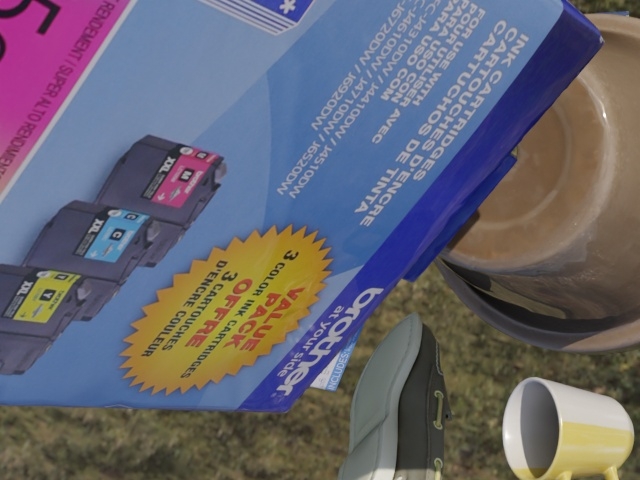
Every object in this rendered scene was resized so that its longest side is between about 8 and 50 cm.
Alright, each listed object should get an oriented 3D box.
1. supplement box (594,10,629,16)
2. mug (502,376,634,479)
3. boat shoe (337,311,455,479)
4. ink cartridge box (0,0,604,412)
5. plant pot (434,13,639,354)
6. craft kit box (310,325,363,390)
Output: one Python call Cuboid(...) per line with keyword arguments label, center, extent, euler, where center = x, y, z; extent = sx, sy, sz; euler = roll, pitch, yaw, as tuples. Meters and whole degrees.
Cuboid(label="supplement box", center=(0.500, -0.351, 1.923), extent=(0.056, 0.083, 0.083), euler=(-1, 99, 10))
Cuboid(label="mug", center=(0.152, 0.124, 0.673), extent=(0.064, 0.078, 0.062), euler=(8, 170, -23))
Cuboid(label="boat shoe", center=(0.091, 0.197, 1.211), extent=(0.091, 0.305, 0.109), euler=(34, 124, -11))
Cuboid(label="ink cartridge box", center=(-0.054, -0.063, 0.498), extent=(0.270, 0.395, 0.151), euler=(-51, 59, 18))
Cuboid(label="plant pot", center=(0.163, -0.045, 0.778), extent=(0.263, 0.263, 0.229), euler=(-3, 176, 28))
Cuboid(label="craft kit box", center=(-0.058, 0.099, 1.650), extent=(0.247, 0.061, 0.250), euler=(12, 124, -15))
